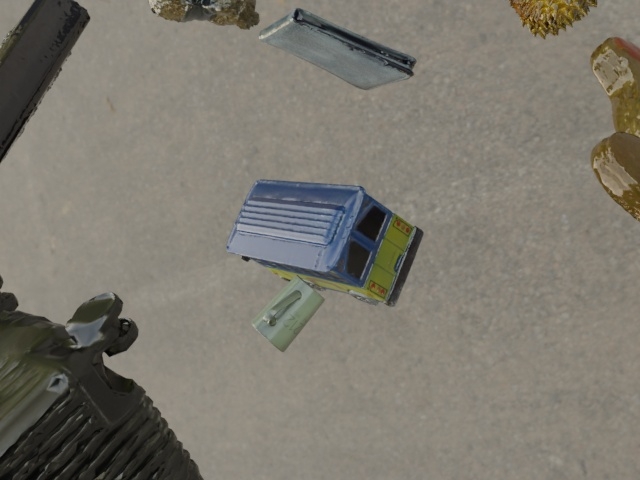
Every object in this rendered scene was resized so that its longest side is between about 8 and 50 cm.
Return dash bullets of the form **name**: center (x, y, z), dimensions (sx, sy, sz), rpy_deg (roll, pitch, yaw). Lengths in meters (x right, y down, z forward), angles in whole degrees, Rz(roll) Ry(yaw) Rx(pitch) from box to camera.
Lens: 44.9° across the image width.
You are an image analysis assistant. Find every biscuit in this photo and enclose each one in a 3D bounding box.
- **biscuit**: center (0.540, -0.106, 1.104), dimensions (0.368, 0.394, 0.076), rpy_deg (33, 133, -12)

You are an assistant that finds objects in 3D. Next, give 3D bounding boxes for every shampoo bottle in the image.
- **shampoo bottle**: center (-0.352, -0.133, 0.834), dimensions (0.098, 0.071, 0.310), rpy_deg (-18, 45, 49)

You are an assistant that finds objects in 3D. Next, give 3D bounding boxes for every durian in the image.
- **durian**: center (0.424, -0.438, 1.298), dimensions (0.137, 0.249, 0.183), rpy_deg (3, 126, 42)

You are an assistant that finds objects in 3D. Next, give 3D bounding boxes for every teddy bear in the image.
- **teddy bear**: center (-0.207, -0.396, 1.196), dimensions (0.129, 0.251, 0.182), rpy_deg (-42, 53, 23)

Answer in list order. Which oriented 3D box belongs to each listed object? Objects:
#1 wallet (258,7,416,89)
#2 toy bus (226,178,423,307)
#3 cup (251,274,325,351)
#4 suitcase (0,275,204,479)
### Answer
- **wallet**: center (0.027, -0.297, 1.218), dimensions (0.167, 0.222, 0.036), rpy_deg (9, 80, 68)
- **toy bus**: center (0.000, 0.000, 1.233), dimensions (0.287, 0.175, 0.138), rpy_deg (9, 73, 50)
- **cup**: center (-0.044, 0.083, 0.940), dimensions (0.083, 0.075, 0.054), rpy_deg (-49, 44, -3)
- **suitcase**: center (-0.187, 0.208, 0.355), dimensions (0.152, 0.335, 0.230), rpy_deg (3, 130, 41)
